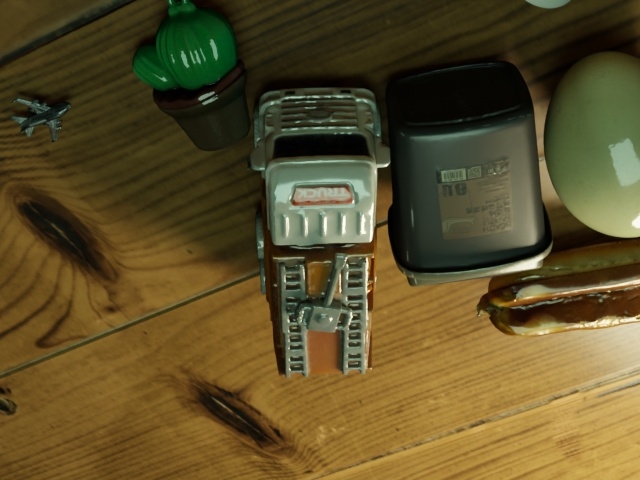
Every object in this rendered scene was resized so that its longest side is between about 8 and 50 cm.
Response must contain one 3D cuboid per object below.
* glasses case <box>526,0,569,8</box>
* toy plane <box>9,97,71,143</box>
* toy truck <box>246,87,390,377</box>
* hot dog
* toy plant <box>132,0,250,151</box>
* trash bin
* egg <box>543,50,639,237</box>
[{"bbox_3d":[0.288,-0.345,1.343,0.074,0.049,0.193,14,132,-17],"label":"glasses case"},{"bbox_3d":[-0.348,-0.158,1.504,0.083,0.031,0.078,-23,132,19],"label":"toy plane"},{"bbox_3d":[0.000,0.000,1.558,0.173,0.207,0.387,-3,135,-1],"label":"toy truck"},{"bbox_3d":[0.389,0.062,1.723,0.337,0.100,0.135,-10,126,4],"label":"hot dog"},{"bbox_3d":[-0.155,-0.206,1.427,0.143,0.105,0.200,-7,118,30],"label":"toy plant"},{"bbox_3d":[0.184,-0.070,1.526,0.209,0.182,0.290,-8,129,3],"label":"trash bin"},{"bbox_3d":[0.370,-0.119,1.476,0.188,0.188,0.253,-17,128,14],"label":"egg"}]
